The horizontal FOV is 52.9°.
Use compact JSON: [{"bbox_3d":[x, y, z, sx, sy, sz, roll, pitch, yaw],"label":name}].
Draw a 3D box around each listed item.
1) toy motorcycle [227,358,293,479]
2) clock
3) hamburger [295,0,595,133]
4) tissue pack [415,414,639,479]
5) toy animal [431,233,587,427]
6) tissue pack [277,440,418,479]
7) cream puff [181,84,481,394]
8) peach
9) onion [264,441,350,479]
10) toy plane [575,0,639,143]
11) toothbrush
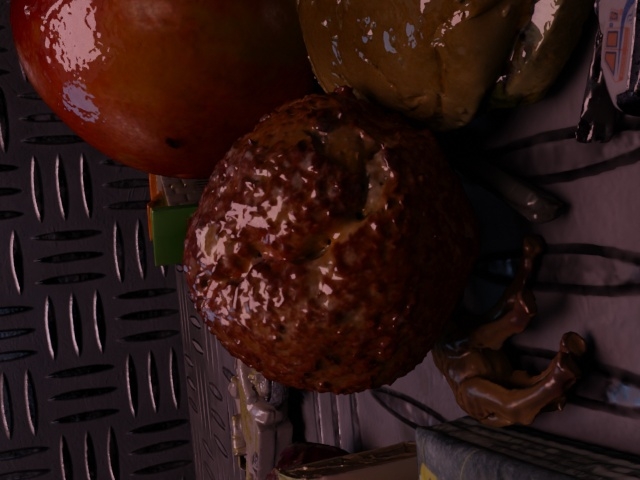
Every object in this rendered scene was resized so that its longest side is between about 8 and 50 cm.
[{"bbox_3d":[-0.111,0.308,1.158,0.223,0.108,0.340,-131,41,-57],"label":"toy motorcycle"},{"bbox_3d":[-0.190,-0.086,1.102,0.255,0.220,0.106,-119,28,-48],"label":"clock"},{"bbox_3d":[0.067,-0.215,0.492,0.285,0.135,0.265,-175,81,-72],"label":"hamburger"},{"bbox_3d":[0.160,0.234,0.440,0.257,0.081,0.185,162,101,-69],"label":"tissue pack"},{"bbox_3d":[0.120,0.076,0.550,0.275,0.054,0.149,165,101,-71],"label":"toy animal"},{"bbox_3d":[0.058,0.330,0.628,0.125,0.159,0.234,145,117,-67],"label":"tissue pack"},{"bbox_3d":[0.001,0.000,0.499,0.164,0.240,0.239,27,-135,-59],"label":"cream puff"},{"bbox_3d":[-0.184,-0.256,0.820,0.388,0.389,0.387,174,90,-70],"label":"peach"},{"bbox_3d":[0.002,0.351,0.847,0.218,0.140,0.195,-22,-64,-75],"label":"onion"},{"bbox_3d":[0.174,-0.147,0.344,0.078,0.054,0.196,-130,34,-71],"label":"toy plane"},{"bbox_3d":[0.109,-0.080,0.565,0.297,0.030,0.030,-130,30,-57],"label":"toothbrush"}]
